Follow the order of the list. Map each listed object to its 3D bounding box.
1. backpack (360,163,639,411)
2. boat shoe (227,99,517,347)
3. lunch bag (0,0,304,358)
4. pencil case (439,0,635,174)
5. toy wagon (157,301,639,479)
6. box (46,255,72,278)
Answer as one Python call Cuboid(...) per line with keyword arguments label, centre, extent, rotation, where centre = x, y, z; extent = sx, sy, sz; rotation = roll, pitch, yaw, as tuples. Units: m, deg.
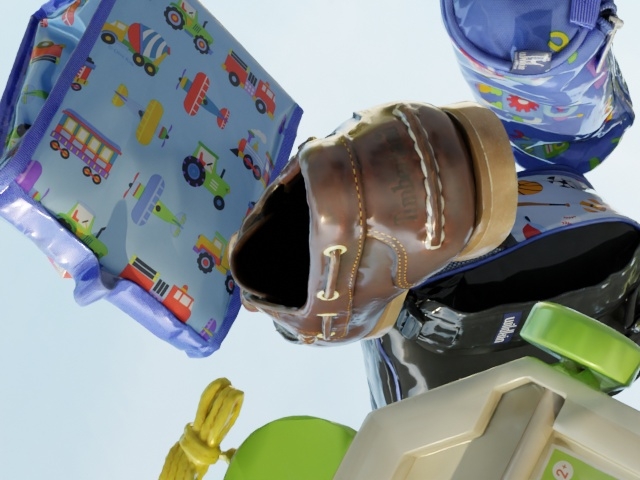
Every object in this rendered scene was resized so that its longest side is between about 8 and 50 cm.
Cuboid(label="backpack", centre=(0.161, 0.061, 1.020), extent=(0.213, 0.263, 0.277), rotation=(-114, 9, -48))
Cuboid(label="boat shoe", centre=(0.000, 0.000, 0.437), extent=(0.073, 0.207, 0.073), rotation=(-14, -104, -17))
Cuboid(label="lunch bag", centre=(-0.141, -0.059, 0.917), extent=(0.221, 0.138, 0.293), rotation=(44, -147, -30))
Cuboid(label="pencil case", centre=(0.185, -0.142, 0.931), extent=(0.133, 0.119, 0.306), rotation=(18, 173, 21))
Cuboid(label="toy wagon", centre=(0.082, 0.164, 0.517), extent=(0.344, 0.267, 0.068), rotation=(26, 176, 25))
Cuboid(label="box", centre=(-0.220, -0.116, 1.325), extent=(0.142, 0.300, 0.154), rotation=(4, -148, -42))
